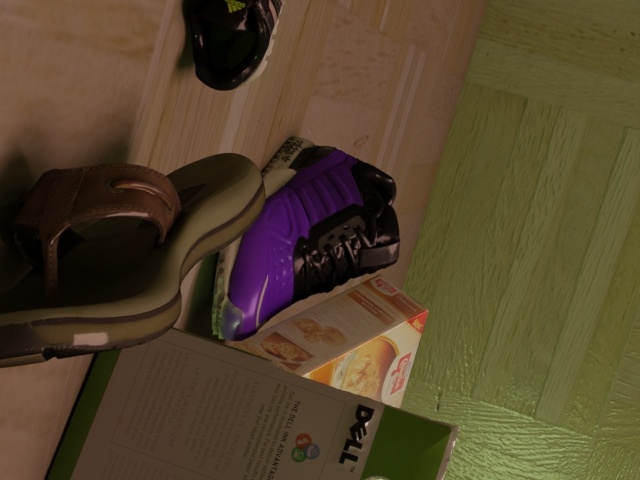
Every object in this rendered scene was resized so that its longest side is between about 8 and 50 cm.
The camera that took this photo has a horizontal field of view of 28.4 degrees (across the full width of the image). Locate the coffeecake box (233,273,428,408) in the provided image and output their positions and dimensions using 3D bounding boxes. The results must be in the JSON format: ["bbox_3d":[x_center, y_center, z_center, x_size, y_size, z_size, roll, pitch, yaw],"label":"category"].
[{"bbox_3d":[0.001,0.131,1.159,0.185,0.068,0.142,-24,139,-39],"label":"coffeecake box"}]

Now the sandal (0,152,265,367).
[{"bbox_3d":[-0.121,-0.006,0.690,0.303,0.120,0.086,-55,132,-65],"label":"sandal"}]

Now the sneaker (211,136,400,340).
[{"bbox_3d":[0.000,-0.001,1.189,0.293,0.146,0.102,-61,164,-52],"label":"sneaker"}]

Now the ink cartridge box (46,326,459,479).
[{"bbox_3d":[-0.053,0.182,0.889,0.097,0.255,0.188,74,35,-73],"label":"ink cartridge box"}]

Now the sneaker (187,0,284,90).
[{"bbox_3d":[-0.050,-0.172,0.853,0.075,0.063,0.170,-68,176,-59],"label":"sneaker"}]
